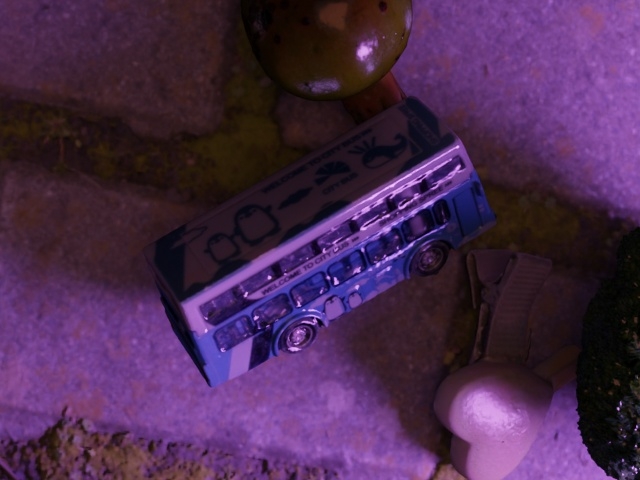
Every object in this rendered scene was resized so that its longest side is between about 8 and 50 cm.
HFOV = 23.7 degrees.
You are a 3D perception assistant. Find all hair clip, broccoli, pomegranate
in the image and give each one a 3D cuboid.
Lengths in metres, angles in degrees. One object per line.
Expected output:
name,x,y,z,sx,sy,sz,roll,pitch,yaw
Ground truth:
hair clip,0.174,0.119,1.413,0.159,0.071,0.219,8,93,-30
broccoli,0.330,0.111,1.342,0.241,0.261,0.269,-21,93,33
pomegranate,0.014,-0.182,1.350,0.159,0.159,0.205,-34,120,-6

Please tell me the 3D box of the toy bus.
toy bus,0.000,0.000,1.336,0.297,0.106,0.131,-31,134,-9
